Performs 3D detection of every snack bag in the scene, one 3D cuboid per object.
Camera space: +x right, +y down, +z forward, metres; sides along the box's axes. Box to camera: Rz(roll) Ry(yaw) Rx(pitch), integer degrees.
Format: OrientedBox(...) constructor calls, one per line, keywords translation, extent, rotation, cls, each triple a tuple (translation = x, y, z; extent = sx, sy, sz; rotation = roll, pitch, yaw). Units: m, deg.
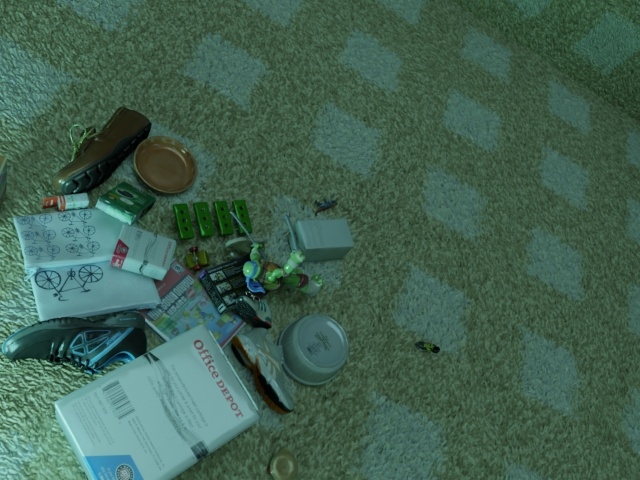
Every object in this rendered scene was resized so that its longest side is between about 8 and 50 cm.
OrientedBox(translation=(-0.626, 0.058, 1.686), extent=(0.323, 0.037, 0.343), rotation=(-8, 61, -32), cls="snack bag")

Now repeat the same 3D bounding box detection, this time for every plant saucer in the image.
OrientedBox(translation=(-0.481, -0.229, 1.936), extent=(0.200, 0.037, 0.200), rotation=(14, 60, -27), cls="plant saucer")

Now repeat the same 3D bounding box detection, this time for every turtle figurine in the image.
OrientedBox(translation=(-0.107, 0.050, 1.823), extent=(0.266, 0.197, 0.275), rotation=(33, 44, -51), cls="turtle figurine")

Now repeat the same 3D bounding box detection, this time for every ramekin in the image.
OrientedBox(translation=(-0.013, 0.313, 1.834), extent=(0.207, 0.109, 0.207), rotation=(12, 59, -21), cls="ramekin")

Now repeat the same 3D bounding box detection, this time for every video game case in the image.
OrientedBox(translation=(-0.377, 0.207, 1.759), extent=(0.285, 0.025, 0.204), rotation=(42, 52, 0), cls="video game case")

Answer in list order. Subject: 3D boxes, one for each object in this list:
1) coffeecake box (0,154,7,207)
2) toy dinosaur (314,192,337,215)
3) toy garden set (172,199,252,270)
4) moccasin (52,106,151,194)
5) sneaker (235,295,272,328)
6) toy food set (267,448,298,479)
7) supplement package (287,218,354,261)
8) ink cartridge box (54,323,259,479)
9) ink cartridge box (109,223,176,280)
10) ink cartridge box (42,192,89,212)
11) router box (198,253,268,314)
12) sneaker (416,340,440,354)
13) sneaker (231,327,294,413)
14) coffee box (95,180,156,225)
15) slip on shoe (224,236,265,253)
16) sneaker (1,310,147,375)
OrientedBox(translation=(-0.857, -0.118, 1.595), extent=(0.068, 0.185, 0.142), rotation=(17, 57, -18), cls="coffeecake box")
OrientedBox(translation=(0.021, -0.122, 2.155), extent=(0.082, 0.047, 0.090), rotation=(14, 90, -30), cls="toy dinosaur")
OrientedBox(translation=(-0.321, -0.015, 1.898), extent=(0.244, 0.049, 0.204), rotation=(-6, 76, -38), cls="toy garden set")
OrientedBox(translation=(-0.650, -0.273, 1.820), extent=(0.147, 0.139, 0.380), rotation=(34, 53, -4), cls="moccasin")
OrientedBox(translation=(-0.190, 0.192, 1.812), extent=(0.161, 0.057, 0.075), rotation=(51, 35, -42), cls="sneaker")
OrientedBox(translation=(-0.100, 0.608, 1.677), extent=(0.082, 0.020, 0.083), rotation=(-28, 78, -35), cls="toy food set")
OrientedBox(translation=(0.000, 0.000, 2.020), extent=(0.179, 0.105, 0.105), rotation=(-3, 64, -28), cls="supplement package")
OrientedBox(translation=(-0.392, 0.429, 1.523), extent=(0.395, 0.166, 0.285), rotation=(-27, 77, -31), cls="ink cartridge box")
OrientedBox(translation=(-0.485, 0.034, 1.715), extent=(0.150, 0.063, 0.109), rotation=(20, 52, -17), cls="ink cartridge box")
OrientedBox(translation=(-0.708, -0.100, 1.739), extent=(0.115, 0.063, 0.029), rotation=(-11, 70, -31), cls="ink cartridge box")
OrientedBox(translation=(-0.250, 0.126, 1.839), extent=(0.179, 0.046, 0.133), rotation=(-20, 73, -46), cls="router box")
OrientedBox(translation=(0.355, 0.347, 2.050), extent=(0.083, 0.035, 0.031), rotation=(21, 55, -16), cls="sneaker")
OrientedBox(translation=(-0.133, 0.355, 1.754), extent=(0.121, 0.099, 0.262), rotation=(-27, 78, -34), cls="sneaker")
OrientedBox(translation=(-0.549, -0.106, 1.776), extent=(0.113, 0.040, 0.184), rotation=(27, 18, -7), cls="coffee box")
OrientedBox(translation=(-0.226, 0.018, 1.891), extent=(0.135, 0.051, 0.041), rotation=(0, 66, -45), cls="slip on shoe")
OrientedBox(translation=(-0.598, 0.265, 1.552), extent=(0.340, 0.125, 0.140), rotation=(-5, 70, -27), cls="sneaker")
